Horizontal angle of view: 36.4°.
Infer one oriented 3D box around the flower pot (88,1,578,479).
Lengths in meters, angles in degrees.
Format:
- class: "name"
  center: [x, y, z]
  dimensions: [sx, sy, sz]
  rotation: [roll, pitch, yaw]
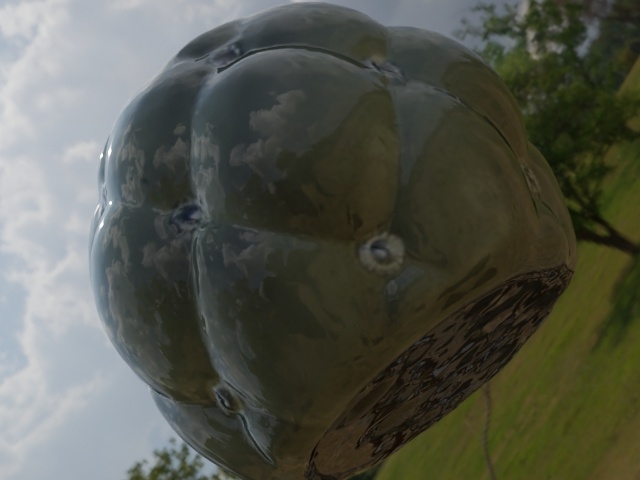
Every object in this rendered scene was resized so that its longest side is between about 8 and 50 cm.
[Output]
- class: "flower pot"
  center: [0.000, 0.000, 0.505]
  dimensions: [0.246, 0.195, 0.246]
  rotation: [-32, -24, -16]
